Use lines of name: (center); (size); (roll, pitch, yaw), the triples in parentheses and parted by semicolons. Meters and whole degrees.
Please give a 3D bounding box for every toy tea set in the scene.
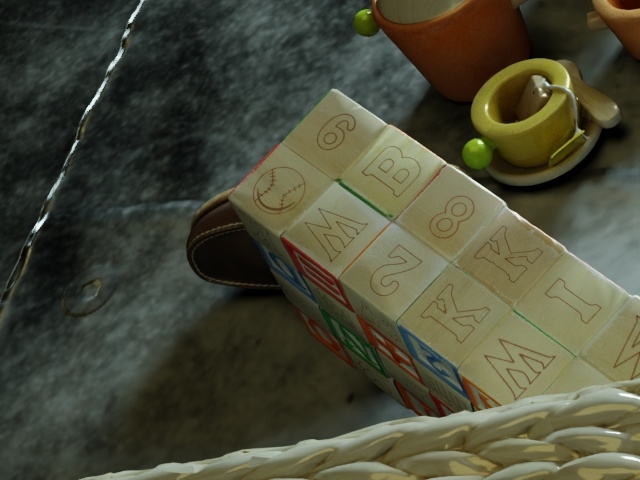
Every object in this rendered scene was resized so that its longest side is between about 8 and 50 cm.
toy tea set: (0.181, -0.198, 1.242); (0.336, 0.124, 0.200); (-41, 40, -6)

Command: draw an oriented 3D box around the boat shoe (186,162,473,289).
boat shoe: (0.000, 0.000, 1.218); (0.207, 0.073, 0.073); (-12, 43, 27)

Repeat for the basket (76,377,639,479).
basket: (0.056, 0.257, 0.732); (0.331, 0.328, 0.266); (-13, 43, 26)

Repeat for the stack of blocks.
stack of blocks: (0.101, 0.063, 1.005); (0.297, 0.171, 0.087); (37, 77, 31)
